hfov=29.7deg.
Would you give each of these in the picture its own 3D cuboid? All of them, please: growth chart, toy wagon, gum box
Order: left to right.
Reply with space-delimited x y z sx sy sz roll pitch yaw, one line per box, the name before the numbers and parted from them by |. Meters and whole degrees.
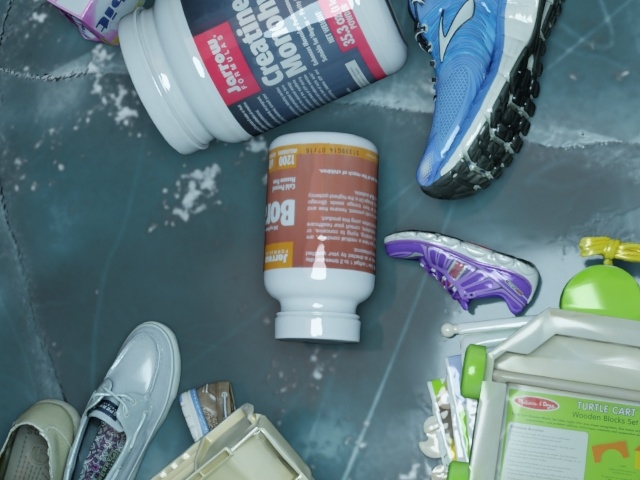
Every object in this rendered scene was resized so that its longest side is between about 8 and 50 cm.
gum box | -0.237 -0.325 1.409 0.062 0.107 0.188 31 90 17
growth chart | 0.188 0.191 1.263 0.171 0.021 0.237 -2 81 15
toy wagon | 0.271 0.169 1.205 0.267 0.068 0.345 8 82 4

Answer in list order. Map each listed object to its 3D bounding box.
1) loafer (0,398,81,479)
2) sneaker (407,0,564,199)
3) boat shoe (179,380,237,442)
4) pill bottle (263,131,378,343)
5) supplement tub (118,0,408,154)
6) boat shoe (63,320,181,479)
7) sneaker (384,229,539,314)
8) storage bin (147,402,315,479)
loafer | -0.338 0.309 1.342 0.101 0.092 0.269 6 83 15
sneaker | 0.160 -0.200 1.292 0.147 0.130 0.330 14 77 24
boat shoe | -0.091 0.238 1.305 0.066 0.066 0.183 -25 80 1
pill bottle | 0.000 0.000 1.290 0.121 0.121 0.216 0 81 14
supplement tub | -0.059 -0.222 1.303 0.272 0.191 0.191 -24 76 10
boat shoe | -0.222 0.198 1.336 0.079 0.081 0.228 19 87 16
sneaker | 0.143 0.033 1.278 0.169 0.068 0.071 19 92 16
storage bin | -0.079 0.342 1.211 0.260 0.123 0.262 -39 95 5
